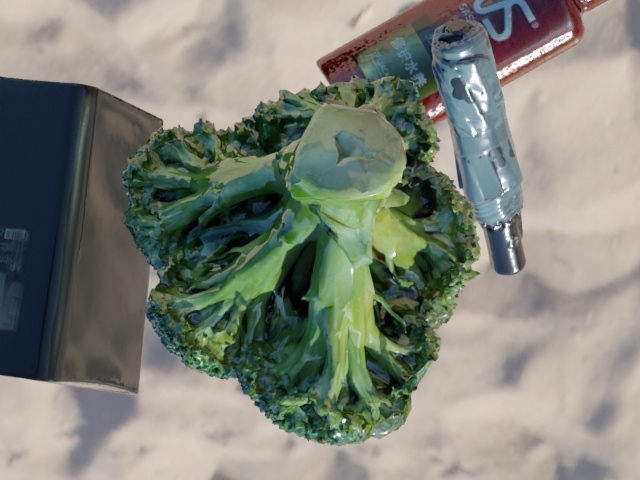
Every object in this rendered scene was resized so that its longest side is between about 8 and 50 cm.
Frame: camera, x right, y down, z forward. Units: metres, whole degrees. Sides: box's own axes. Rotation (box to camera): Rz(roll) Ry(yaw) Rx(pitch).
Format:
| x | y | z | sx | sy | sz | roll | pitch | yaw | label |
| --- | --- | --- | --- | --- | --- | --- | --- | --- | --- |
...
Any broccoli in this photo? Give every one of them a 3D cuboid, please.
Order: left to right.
| x | y | z | sx | sy | sz | roll | pitch | yaw | label |
| --- | --- | --- | --- | --- | --- | --- | --- | --- | --- |
| 0.000 | 0.000 | 1.337 | 0.269 | 0.254 | 0.269 | 55 | 160 | 31 | broccoli |

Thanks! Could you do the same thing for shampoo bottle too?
| x | y | z | sx | sy | sz | roll | pitch | yaw | label |
| --- | --- | --- | --- | --- | --- | --- | --- | --- | --- |
| 0.154 | -0.201 | 1.915 | 0.314 | 0.118 | 0.076 | -29 | 160 | 3 | shampoo bottle |

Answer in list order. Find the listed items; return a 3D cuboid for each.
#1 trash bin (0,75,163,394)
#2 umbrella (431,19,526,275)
| x | y | z | sx | sy | sz | roll | pitch | yaw | label |
| --- | --- | --- | --- | --- | --- | --- | --- | --- | --- |
| -0.203 | -0.001 | 1.532 | 0.115 | 0.225 | 0.165 | 7 | 174 | 22 | trash bin |
| 0.137 | -0.072 | 1.632 | 0.052 | 0.053 | 0.250 | -3 | 127 | 17 | umbrella |
